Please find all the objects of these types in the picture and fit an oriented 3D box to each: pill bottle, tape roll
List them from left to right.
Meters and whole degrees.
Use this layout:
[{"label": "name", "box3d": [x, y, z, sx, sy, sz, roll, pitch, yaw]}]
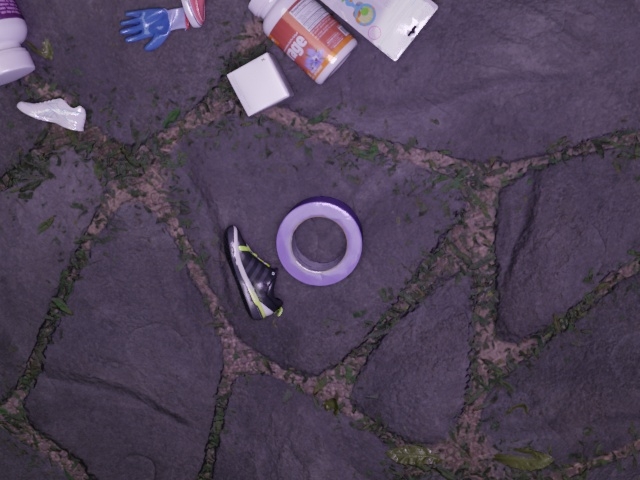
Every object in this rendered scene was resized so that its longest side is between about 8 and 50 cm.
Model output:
[{"label": "pill bottle", "box3d": [-0.723, -0.481, 1.454, 0.169, 0.169, 0.301, -22, 100, 9]}, {"label": "pill bottle", "box3d": [-0.039, -0.435, 1.431, 0.216, 0.121, 0.121, 42, 103, -5]}, {"label": "tape roll", "box3d": [0.000, 0.000, 1.551, 0.189, 0.080, 0.189, 1, 104, 5]}]

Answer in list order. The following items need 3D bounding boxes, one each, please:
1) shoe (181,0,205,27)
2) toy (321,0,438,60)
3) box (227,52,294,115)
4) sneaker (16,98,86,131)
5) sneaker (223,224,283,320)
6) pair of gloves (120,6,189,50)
[{"label": "shoe", "box3d": [-0.248, -0.540, 1.453, 0.081, 0.063, 0.178, -8, 98, 12]}, {"label": "toy", "box3d": [0.109, -0.498, 1.438, 0.237, 0.056, 0.137, 39, 107, 0]}, {"label": "box", "box3d": [-0.125, -0.330, 1.479, 0.102, 0.087, 0.101, -26, 100, 10]}, {"label": "sneaker", "box3d": [-0.595, -0.289, 1.553, 0.152, 0.054, 0.061, 16, 95, -5]}, {"label": "sneaker", "box3d": [-0.149, 0.068, 1.594, 0.097, 0.084, 0.234, -21, 103, -15]}, {"label": "pair of gloves", "box3d": [-0.363, -0.511, 1.492, 0.159, 0.023, 0.198, -7, 102, 8]}]
